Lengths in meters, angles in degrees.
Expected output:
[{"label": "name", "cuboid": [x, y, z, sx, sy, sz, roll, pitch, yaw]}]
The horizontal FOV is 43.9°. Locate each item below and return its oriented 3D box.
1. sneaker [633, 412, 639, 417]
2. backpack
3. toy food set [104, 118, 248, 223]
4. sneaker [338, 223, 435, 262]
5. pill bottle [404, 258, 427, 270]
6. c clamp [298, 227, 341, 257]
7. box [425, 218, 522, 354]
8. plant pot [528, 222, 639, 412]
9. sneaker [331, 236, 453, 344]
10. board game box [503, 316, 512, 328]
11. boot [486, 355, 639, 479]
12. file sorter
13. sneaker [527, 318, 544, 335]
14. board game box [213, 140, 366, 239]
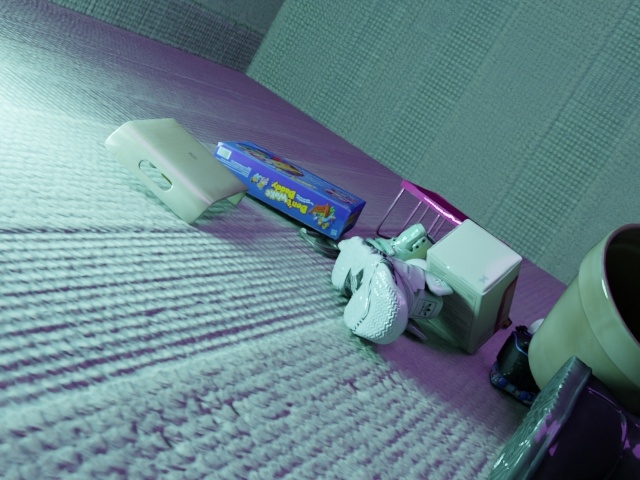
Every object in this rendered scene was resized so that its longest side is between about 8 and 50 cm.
[{"label": "sneaker", "cuboid": [0.631, 0.380, 1.530, 0.104, 0.147, 0.296, 26, 15, -27]}, {"label": "backpack", "cuboid": [0.440, 0.269, 1.577, 0.173, 0.117, 0.158, 31, 13, 3]}, {"label": "toy food set", "cuboid": [-0.280, -0.133, 1.576, 0.219, 0.092, 0.306, 43, 15, 1]}, {"label": "sneaker", "cuboid": [0.159, 0.004, 1.836, 0.255, 0.151, 0.094, 16, 30, -45]}, {"label": "pill bottle", "cuboid": [0.228, 0.094, 1.780, 0.103, 0.103, 0.184, 38, 15, 27]}, {"label": "c clamp", "cuboid": [0.000, 0.000, 1.814, 0.137, 0.022, 0.160, 42, 15, 20]}, {"label": "box", "cuboid": [0.306, 0.098, 1.631, 0.148, 0.126, 0.232, 40, -27, 28]}, {"label": "plant pot", "cuboid": [0.530, 0.180, 1.403, 0.323, 0.280, 0.323, 16, 50, -20]}, {"label": "sneaker", "cuboid": [0.152, 0.111, 1.473, 0.210, 0.137, 0.366, 24, 11, -15]}, {"label": "board game box", "cuboid": [0.402, 0.133, 1.993, 0.136, 0.030, 0.259, 43, -1, 35]}, {"label": "boot", "cuboid": [0.481, 0.388, 1.112, 0.445, 0.146, 0.367, 40, 35, 14]}, {"label": "file sorter", "cuboid": [0.326, 0.002, 2.159, 0.290, 0.182, 0.202, 41, 15, 32]}, {"label": "sneaker", "cuboid": [0.652, 0.299, 1.996, 0.292, 0.110, 0.118, 18, 24, -16]}, {"label": "board game box", "cuboid": [-0.074, -0.129, 1.921, 0.347, 0.078, 0.233, 28, 13, 8]}]
